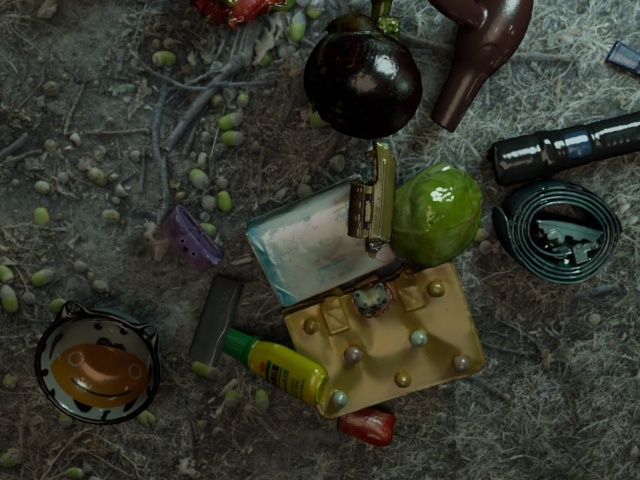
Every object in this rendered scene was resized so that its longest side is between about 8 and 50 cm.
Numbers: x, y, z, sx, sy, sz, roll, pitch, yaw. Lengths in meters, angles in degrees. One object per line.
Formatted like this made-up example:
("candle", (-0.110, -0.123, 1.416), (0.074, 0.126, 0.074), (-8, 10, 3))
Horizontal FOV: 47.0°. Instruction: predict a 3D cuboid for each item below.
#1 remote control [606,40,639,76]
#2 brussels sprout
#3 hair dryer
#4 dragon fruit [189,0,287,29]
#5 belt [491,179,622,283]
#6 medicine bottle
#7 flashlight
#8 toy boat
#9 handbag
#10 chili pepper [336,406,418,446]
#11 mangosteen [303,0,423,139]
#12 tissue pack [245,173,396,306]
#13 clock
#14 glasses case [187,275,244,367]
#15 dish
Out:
("remote control", (0.656, -0.353, 1.493), (0.152, 0.027, 0.043), (24, 110, -5))
("brussels sprout", (0.238, -0.047, 1.510), (0.223, 0.161, 0.223), (-9, 112, -22))
("hair dryer", (0.230, -0.390, 1.363), (0.340, 0.123, 0.312), (19, 107, -42))
("dragon fruit", (-0.146, -0.476, 1.407), (0.207, 0.133, 0.150), (-16, 148, -23))
("belt", (0.487, -0.026, 1.548), (0.267, 0.116, 0.206), (21, 103, -9))
("medicine bottle", (-0.120, 0.256, 1.597), (0.309, 0.076, 0.111), (23, 130, 25))
("flashlight", (0.558, -0.203, 1.509), (0.424, 0.103, 0.103), (-14, 107, 2))
("toy boat", (0.099, -0.080, 1.435), (0.088, 0.068, 0.226), (1, 102, -7))
("handbag", (0.136, 0.211, 1.623), (0.401, 0.133, 0.283), (-17, 101, 5))
("chili pepper", (0.134, 0.433, 1.705), (0.192, 0.086, 0.084), (17, 78, 4))
("mangosteen", (0.097, -0.338, 1.405), (0.231, 0.231, 0.289), (24, 91, -7))
("tissue pack", (0.001, 0.002, 1.555), (0.271, 0.124, 0.201), (-23, 109, 6))
("clock", (-0.275, 0.002, 1.560), (0.050, 0.110, 0.153), (-37, 103, 9))
("glasses case", (-0.229, 0.174, 1.603), (0.072, 0.042, 0.191), (16, 83, 22))
("dish", (-0.478, 0.257, 1.633), (0.303, 0.120, 0.303), (0, 107, 0))
